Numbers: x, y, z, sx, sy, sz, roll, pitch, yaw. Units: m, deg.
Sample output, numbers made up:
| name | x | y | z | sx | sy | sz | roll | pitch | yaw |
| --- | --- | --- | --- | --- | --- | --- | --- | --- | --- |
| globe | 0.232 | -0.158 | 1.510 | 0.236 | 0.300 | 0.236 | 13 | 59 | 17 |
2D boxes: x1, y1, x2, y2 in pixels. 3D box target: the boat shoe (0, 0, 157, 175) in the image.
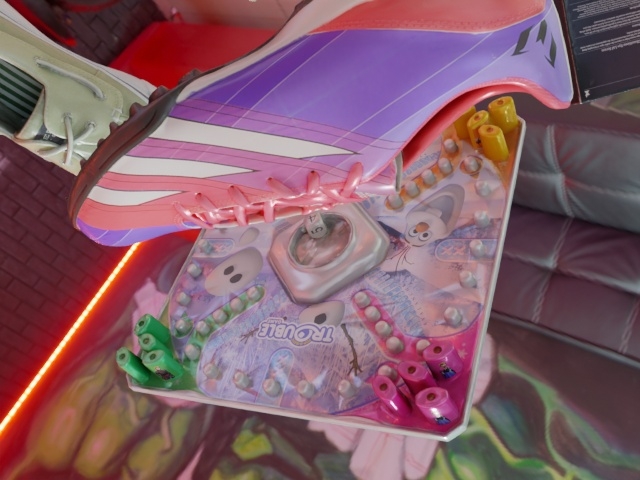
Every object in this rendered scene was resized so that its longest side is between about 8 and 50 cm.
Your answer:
| name | x | y | z | sx | sy | sz | roll | pitch | yaw |
| --- | --- | --- | --- | --- | --- | --- | --- | --- | --- |
| boat shoe | -0.224 | -0.106 | 0.533 | 0.302 | 0.109 | 0.094 | 32 | -150 | -24 |

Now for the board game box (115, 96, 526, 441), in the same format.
| name | x | y | z | sx | sy | sz | roll | pitch | yaw |
| --- | --- | --- | --- | --- | --- | --- | --- | --- | --- |
| board game box | 0.000 | 0.000 | 0.712 | 0.390 | 0.390 | 0.050 | 0 | 142 | 30 |

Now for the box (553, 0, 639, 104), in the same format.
| name | x | y | z | sx | sy | sz | roll | pitch | yaw |
| --- | --- | --- | --- | --- | --- | --- | --- | --- | --- |
| box | 0.513 | -0.343 | 1.059 | 0.103 | 0.261 | 0.184 | -122 | 18 | -82 |

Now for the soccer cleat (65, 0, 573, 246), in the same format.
| name | x | y | z | sx | sy | sz | roll | pitch | yaw |
| --- | --- | --- | --- | --- | --- | --- | --- | --- | --- |
| soccer cleat | -0.018 | -0.056 | 0.374 | 0.116 | 0.318 | 0.108 | 61 | -158 | 0 |
